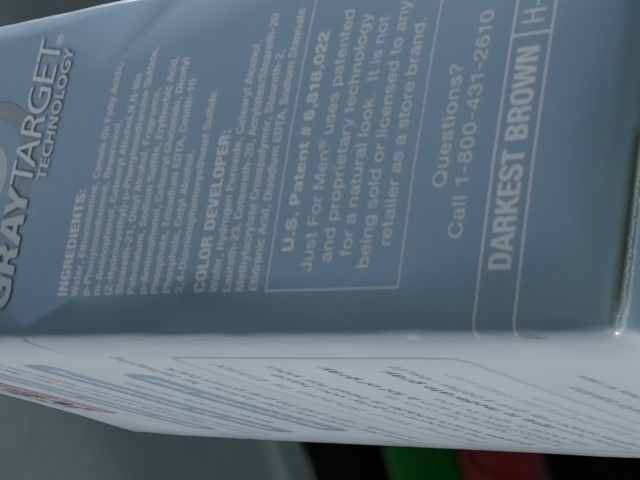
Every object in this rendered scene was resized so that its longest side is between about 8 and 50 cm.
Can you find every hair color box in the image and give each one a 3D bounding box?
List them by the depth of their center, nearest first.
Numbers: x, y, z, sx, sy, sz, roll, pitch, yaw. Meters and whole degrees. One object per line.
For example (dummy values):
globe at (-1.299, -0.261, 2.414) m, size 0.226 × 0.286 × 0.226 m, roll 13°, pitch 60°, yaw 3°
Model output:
hair color box at (0.000, 0.000, 0.572) m, size 0.374 × 0.185 × 0.113 m, roll -4°, pitch -108°, yaw 44°
